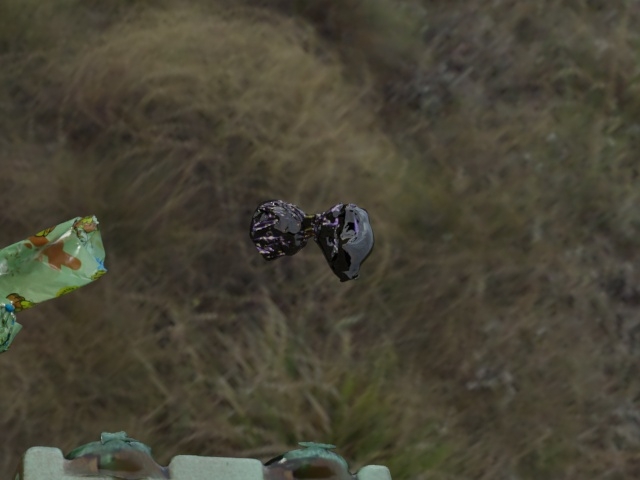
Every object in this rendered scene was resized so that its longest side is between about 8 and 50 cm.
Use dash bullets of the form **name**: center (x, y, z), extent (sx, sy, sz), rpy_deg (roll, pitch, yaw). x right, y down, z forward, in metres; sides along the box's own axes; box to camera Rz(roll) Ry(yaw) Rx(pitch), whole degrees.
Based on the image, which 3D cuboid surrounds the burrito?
- **burrito**: center (-0.340, 0.064, 1.590), extent (0.054, 0.288, 0.104), rpy_deg (3, 67, -67)

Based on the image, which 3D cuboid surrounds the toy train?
- **toy train**: center (-0.095, 0.231, 1.084), extent (0.327, 0.159, 0.129), rpy_deg (6, 47, -21)

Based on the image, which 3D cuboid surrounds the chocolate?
- **chocolate**: center (0.000, -0.004, 1.385), extent (0.070, 0.147, 0.072), rpy_deg (12, 91, -46)
